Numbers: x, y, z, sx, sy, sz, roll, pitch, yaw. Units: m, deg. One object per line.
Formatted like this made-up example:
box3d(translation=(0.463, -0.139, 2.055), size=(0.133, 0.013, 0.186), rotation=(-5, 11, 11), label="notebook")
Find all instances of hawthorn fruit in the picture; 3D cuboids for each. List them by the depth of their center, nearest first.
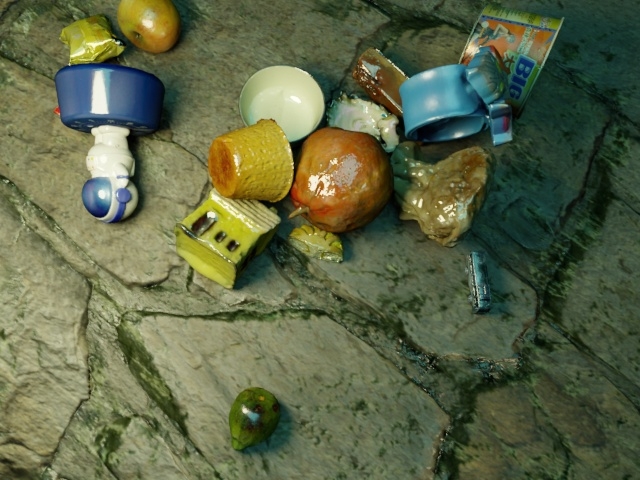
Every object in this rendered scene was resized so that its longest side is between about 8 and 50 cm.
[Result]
box3d(translation=(0.035, -0.134, 1.425), size=(0.298, 0.277, 0.277), rotation=(-40, 81, -21), label="hawthorn fruit")

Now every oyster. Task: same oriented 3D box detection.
box3d(translation=(0.133, -0.314, 1.575), size=(0.259, 0.092, 0.198), rotation=(25, 65, 7), label="oyster")

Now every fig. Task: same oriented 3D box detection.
box3d(translation=(-0.169, 0.444, 1.358), size=(0.123, 0.123, 0.156), rotation=(25, 113, 3), label="fig")

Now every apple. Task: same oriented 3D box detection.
box3d(translation=(-0.479, -0.626, 1.578), size=(0.182, 0.182, 0.155), rotation=(30, 67, 4), label="apple")

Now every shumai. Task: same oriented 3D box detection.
box3d(translation=(0.291, -0.140, 1.441), size=(0.262, 0.267, 0.314), rotation=(24, 34, 4), label="shumai")

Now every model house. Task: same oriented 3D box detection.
box3d(translation=(-0.233, -0.025, 1.450), size=(0.193, 0.175, 0.234), rotation=(34, 56, 7), label="model house")

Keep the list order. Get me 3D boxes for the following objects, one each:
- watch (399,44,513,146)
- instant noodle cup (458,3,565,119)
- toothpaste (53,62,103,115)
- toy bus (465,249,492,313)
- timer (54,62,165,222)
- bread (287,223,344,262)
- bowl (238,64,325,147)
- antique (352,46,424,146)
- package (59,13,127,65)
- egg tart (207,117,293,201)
box3d(translation=(0.331, -0.344, 1.394), size=(0.274, 0.305, 0.242), rotation=(-8, 82, 24), label="watch")
box3d(translation=(0.519, -0.515, 1.571), size=(0.213, 0.296, 0.297), rotation=(24, 75, 11), label="instant noodle cup")
box3d(translation=(-0.667, -0.417, 1.577), size=(0.071, 0.045, 0.193), rotation=(36, 80, 15), label="toothpaste")
box3d(translation=(0.424, 0.111, 1.495), size=(0.047, 0.065, 0.166), rotation=(-2, 74, -5), label="toy bus")
box3d(translation=(-0.545, -0.237, 1.451), size=(0.270, 0.270, 0.384), rotation=(0, 88, -4), label="timer")
box3d(translation=(0.000, 0.000, 1.495), size=(0.157, 0.083, 0.094), rotation=(34, 64, 7), label="bread")
box3d(translation=(-0.107, -0.354, 1.552), size=(0.237, 0.126, 0.238), rotation=(1, 75, -4), label="bowl")
box3d(translation=(0.220, -0.419, 1.613), size=(0.093, 0.087, 0.310), rotation=(-42, 82, -12), label="antique")
box3d(translation=(-0.645, -0.564, 1.575), size=(0.168, 0.090, 0.226), rotation=(-27, 53, -9), label="package")
box3d(translation=(-0.171, -0.193, 1.386), size=(0.170, 0.215, 0.215), rotation=(-14, 74, -37), label="egg tart")
